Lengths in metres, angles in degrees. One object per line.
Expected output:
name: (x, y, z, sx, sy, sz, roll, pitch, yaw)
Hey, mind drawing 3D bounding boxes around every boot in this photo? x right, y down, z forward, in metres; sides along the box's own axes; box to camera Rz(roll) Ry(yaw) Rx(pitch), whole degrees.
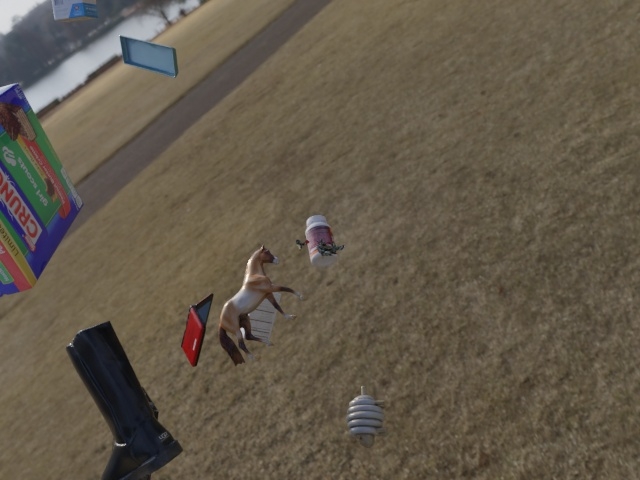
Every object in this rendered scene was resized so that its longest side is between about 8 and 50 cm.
boot: (-0.634, 0.502, 1.916, 0.367, 0.445, 0.146, -37, -4, 31)

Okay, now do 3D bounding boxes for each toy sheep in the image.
toy sheep: (0.099, 0.381, 1.393, 0.091, 0.091, 0.132, -20, 52, 28)

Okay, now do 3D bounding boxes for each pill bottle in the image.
pill bottle: (0.000, 0.000, 2.010, 0.086, 0.086, 0.152, -25, 56, 20)

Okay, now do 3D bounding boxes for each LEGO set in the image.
LEGO set: (-0.001, 0.016, 1.089, 0.083, 0.024, 0.054, 9, 19, 2)

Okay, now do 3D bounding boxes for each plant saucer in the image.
plant saucer: (-0.384, -0.415, 1.445, 0.192, 0.067, 0.018, 23, 38, 35)

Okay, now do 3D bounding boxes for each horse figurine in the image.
horse figurine: (-0.153, 0.158, 1.469, 0.263, 0.174, 0.066, -53, -15, 1)

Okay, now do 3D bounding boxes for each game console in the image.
game console: (-0.302, 0.230, 1.657, 0.085, 0.144, 0.124, -6, 38, -35)

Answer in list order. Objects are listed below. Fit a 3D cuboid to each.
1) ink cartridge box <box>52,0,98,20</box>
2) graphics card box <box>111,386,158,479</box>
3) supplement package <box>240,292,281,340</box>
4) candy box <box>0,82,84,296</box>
ink cartridge box: (-0.672, -0.692, 1.742, 0.104, 0.181, 0.061, 1, 13, 21)
graphics card box: (-0.632, 0.704, 2.159, 0.094, 0.371, 0.232, 4, 7, -28)
supplement package: (-0.224, 0.255, 2.264, 0.105, 0.105, 0.179, 15, 90, 59)
candy box: (-0.555, -0.092, 1.099, 0.122, 0.268, 0.317, -16, 28, 7)
